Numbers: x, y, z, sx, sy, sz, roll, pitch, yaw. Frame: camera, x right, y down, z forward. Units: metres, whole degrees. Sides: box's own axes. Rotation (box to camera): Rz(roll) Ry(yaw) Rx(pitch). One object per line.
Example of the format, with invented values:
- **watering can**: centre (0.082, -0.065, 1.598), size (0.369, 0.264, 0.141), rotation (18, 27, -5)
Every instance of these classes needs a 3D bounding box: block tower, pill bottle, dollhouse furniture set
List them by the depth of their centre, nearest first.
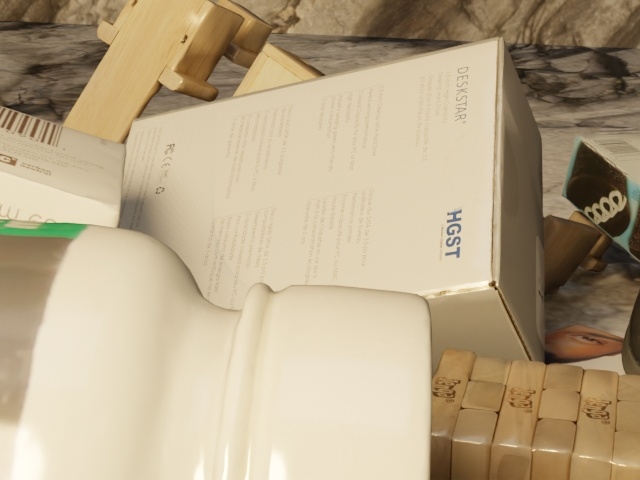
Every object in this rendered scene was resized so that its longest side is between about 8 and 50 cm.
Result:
- **pill bottle**: centre (-0.148, 0.092, 0.498), size (0.361, 0.204, 0.204), rotation (3, 15, 1)
- **block tower**: centre (0.048, 0.107, 0.677), size (0.336, 0.090, 0.097), rotation (5, 22, 11)
- **dollhouse furniture set**: centre (0.018, -0.025, 1.091), size (0.303, 0.173, 0.355), rotation (38, 11, 22)

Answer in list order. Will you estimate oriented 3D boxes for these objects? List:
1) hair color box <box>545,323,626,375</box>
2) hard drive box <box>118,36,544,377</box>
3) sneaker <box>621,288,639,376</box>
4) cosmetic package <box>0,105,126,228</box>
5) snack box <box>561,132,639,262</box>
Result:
- **hair color box**: centre (0.123, 0.095, 0.821), size (0.167, 0.053, 0.093), rotation (-9, 19, -41)
- **hard drive box**: centre (0.000, 0.000, 0.807), size (0.232, 0.089, 0.181), rotation (-10, 46, 20)
- **sneaker**: centre (0.268, -0.021, 0.837), size (0.125, 0.139, 0.341), rotation (17, 38, 25)
- **cosmetic package**: centre (-0.191, 0.030, 0.698), size (0.151, 0.183, 0.151), rotation (17, 12, -11)
- **snack box**: centre (0.336, 0.008, 1.051), size (0.187, 0.060, 0.322), rotation (-4, 29, -22)
